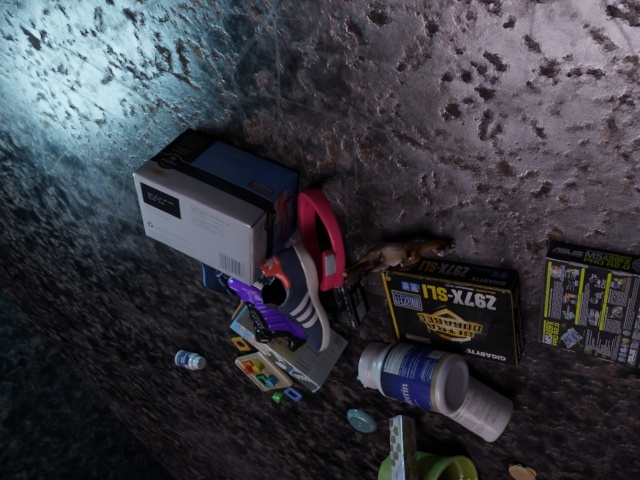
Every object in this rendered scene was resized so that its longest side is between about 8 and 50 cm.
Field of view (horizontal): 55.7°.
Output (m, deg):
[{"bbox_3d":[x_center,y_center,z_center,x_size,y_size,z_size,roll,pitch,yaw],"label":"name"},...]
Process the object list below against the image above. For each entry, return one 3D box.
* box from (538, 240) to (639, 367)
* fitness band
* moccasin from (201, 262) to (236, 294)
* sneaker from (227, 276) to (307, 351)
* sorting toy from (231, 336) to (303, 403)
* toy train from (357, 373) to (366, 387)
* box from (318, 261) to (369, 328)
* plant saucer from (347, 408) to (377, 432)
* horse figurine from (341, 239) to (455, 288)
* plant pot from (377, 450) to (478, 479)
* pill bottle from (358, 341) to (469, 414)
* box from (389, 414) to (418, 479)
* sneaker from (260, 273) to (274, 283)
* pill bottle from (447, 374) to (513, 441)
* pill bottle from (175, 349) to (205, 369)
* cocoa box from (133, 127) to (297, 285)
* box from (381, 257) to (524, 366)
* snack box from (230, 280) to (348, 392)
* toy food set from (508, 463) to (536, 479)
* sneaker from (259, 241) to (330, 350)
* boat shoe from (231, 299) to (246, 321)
[{"bbox_3d":[0.587,0.138,1.292,0.216,0.060,0.270,12,134,29],"label":"box"},{"bbox_3d":[0.000,0.000,1.505,0.291,0.054,0.209,92,158,-54],"label":"fitness band"},{"bbox_3d":[-0.285,0.055,1.831,0.116,0.138,0.342,25,154,9],"label":"moccasin"},{"bbox_3d":[-0.160,0.218,1.742,0.293,0.146,0.102,33,169,-2],"label":"sneaker"},{"bbox_3d":[-0.220,0.497,2.256,0.348,0.047,0.196,48,140,-12],"label":"sorting toy"},{"bbox_3d":[0.196,0.432,1.886,0.166,0.046,0.125,21,140,23],"label":"toy train"},{"bbox_3d":[0.040,0.146,1.692,0.147,0.077,0.180,7,132,32],"label":"box"},{"bbox_3d":[0.144,0.646,2.151,0.119,0.021,0.119,21,138,20],"label":"plant saucer"},{"bbox_3d":[0.164,0.047,1.434,0.263,0.174,0.066,-16,104,44],"label":"horse figurine"},{"bbox_3d":[0.340,0.812,2.008,0.253,0.276,0.276,6,132,49],"label":"plant pot"},{"bbox_3d":[0.239,0.350,1.589,0.264,0.153,0.153,5,132,41],"label":"pill bottle"},{"bbox_3d":[0.264,0.717,1.901,0.067,0.324,0.063,23,141,-28],"label":"box"},{"bbox_3d":[-0.162,0.077,1.747,0.105,0.115,0.281,-15,118,44],"label":"sneaker"},{"bbox_3d":[0.398,0.439,1.670,0.229,0.131,0.131,31,141,8],"label":"pill bottle"},{"bbox_3d":[-0.527,0.488,2.462,0.120,0.067,0.067,5,131,33],"label":"pill bottle"},{"bbox_3d":[-0.260,-0.093,1.565,0.347,0.228,0.232,24,139,16],"label":"cocoa box"},{"bbox_3d":[0.330,0.171,1.503,0.321,0.079,0.257,8,131,31],"label":"box"},{"bbox_3d":[-0.091,0.287,1.843,0.322,0.187,0.060,39,143,-1],"label":"snack box"},{"bbox_3d":[0.620,0.715,1.863,0.082,0.020,0.083,15,136,25],"label":"toy food set"},{"bbox_3d":[-0.073,0.167,1.589,0.131,0.148,0.350,-126,19,-55],"label":"sneaker"},{"bbox_3d":[-0.232,0.223,1.976,0.073,0.073,0.207,37,141,3],"label":"boat shoe"}]
